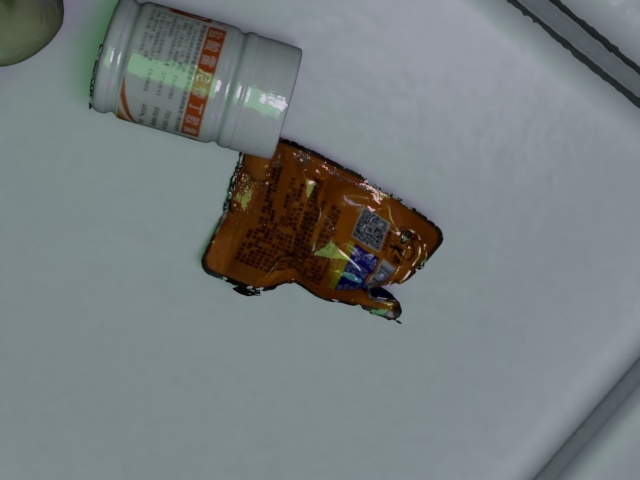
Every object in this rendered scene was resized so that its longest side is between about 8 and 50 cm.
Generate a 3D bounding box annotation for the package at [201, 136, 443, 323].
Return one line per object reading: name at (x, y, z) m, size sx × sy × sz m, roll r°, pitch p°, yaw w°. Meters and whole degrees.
package at (0.000, 0.000, 0.597) m, size 0.110 × 0.033 × 0.077 m, roll 23°, pitch 112°, yaw -3°

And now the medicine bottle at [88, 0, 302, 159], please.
medicine bottle at (-0.058, -0.076, 0.563) m, size 0.089 × 0.057 × 0.057 m, roll 16°, pitch 103°, yaw -6°

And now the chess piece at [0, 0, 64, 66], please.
chess piece at (-0.141, -0.135, 0.510) m, size 0.251 × 0.144 × 0.144 m, roll -34°, pitch 103°, yaw 12°
